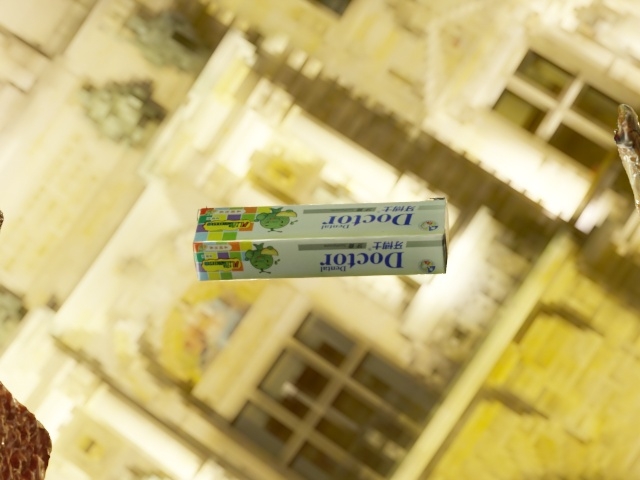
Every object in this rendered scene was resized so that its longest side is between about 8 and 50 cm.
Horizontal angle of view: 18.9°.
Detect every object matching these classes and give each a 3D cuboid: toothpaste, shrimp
[{"bbox_3d":[0.000,0.000,1.227,0.046,0.164,0.034,-81,-13,-56],"label":"toothpaste"},{"bbox_3d":[0.197,-0.027,1.009,0.127,0.091,0.025,49,-122,-36],"label":"shrimp"}]

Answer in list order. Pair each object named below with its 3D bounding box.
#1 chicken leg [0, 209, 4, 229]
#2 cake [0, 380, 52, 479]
[{"bbox_3d":[-0.281,-0.013,1.515,0.062,0.145,0.037,-2,-14,-26],"label":"chicken leg"},{"bbox_3d":[-0.258,0.082,1.089,0.159,0.158,0.262,-64,-31,-62],"label":"cake"}]
